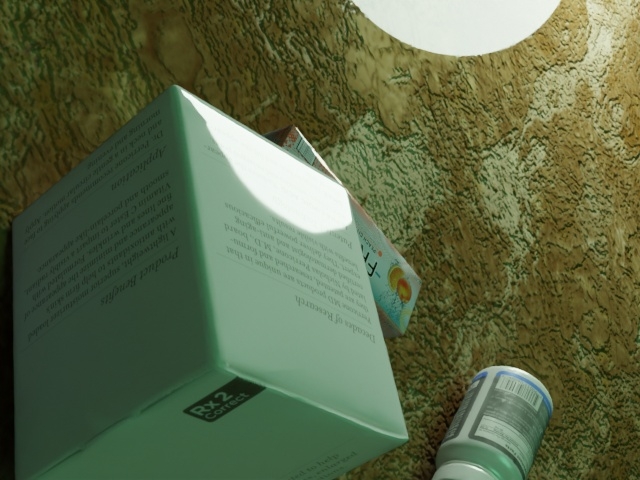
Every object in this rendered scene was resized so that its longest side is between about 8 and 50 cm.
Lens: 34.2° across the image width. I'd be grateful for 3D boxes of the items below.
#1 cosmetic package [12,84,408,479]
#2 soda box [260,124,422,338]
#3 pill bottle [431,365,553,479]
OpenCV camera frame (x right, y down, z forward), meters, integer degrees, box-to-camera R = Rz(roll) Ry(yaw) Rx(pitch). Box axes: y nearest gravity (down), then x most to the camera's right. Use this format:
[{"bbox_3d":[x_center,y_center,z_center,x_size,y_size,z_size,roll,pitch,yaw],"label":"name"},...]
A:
[{"bbox_3d":[-0.069,0.047,0.590,0.151,0.151,0.183,28,39,-43],"label":"cosmetic package"},{"bbox_3d":[0.000,0.000,0.794,0.183,0.063,0.058,49,47,-28],"label":"soda box"},{"bbox_3d":[0.146,0.181,0.903,0.078,0.078,0.137,58,43,-21],"label":"pill bottle"}]
